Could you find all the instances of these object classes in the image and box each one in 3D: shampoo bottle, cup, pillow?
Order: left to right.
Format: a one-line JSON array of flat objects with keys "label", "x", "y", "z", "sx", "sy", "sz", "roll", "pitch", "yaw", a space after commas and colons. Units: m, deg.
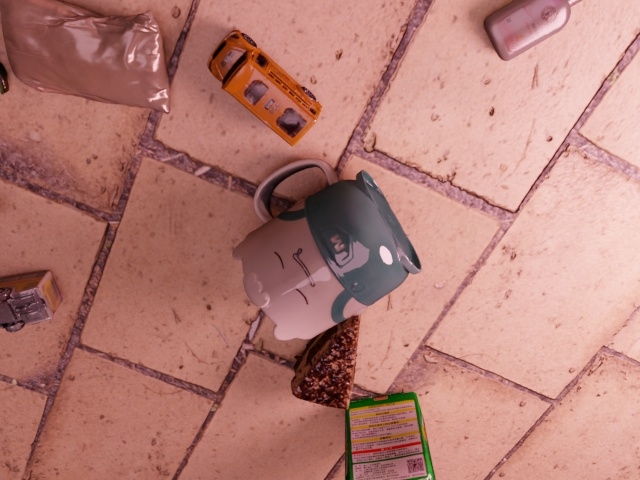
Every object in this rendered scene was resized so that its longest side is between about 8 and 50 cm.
[{"label": "pillow", "x": -0.374, "y": -0.306, "z": 1.002, "sx": 0.270, "sy": 0.067, "sz": 0.173, "roll": 9, "pitch": 124, "yaw": -2}, {"label": "cup", "x": 0.000, "y": 0.000, "z": 1.084, "sx": 0.258, "sy": 0.219, "sz": 0.289, "roll": -31, "pitch": 81, "yaw": 17}, {"label": "shampoo bottle", "x": 0.341, "y": -0.351, "z": 0.962, "sx": 0.165, "sy": 0.040, "sz": 0.080, "roll": -28, "pitch": 112, "yaw": 17}]

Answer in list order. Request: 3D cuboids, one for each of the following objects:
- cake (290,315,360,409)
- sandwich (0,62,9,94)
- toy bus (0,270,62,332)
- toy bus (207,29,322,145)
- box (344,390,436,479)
[{"label": "cake", "x": 0.056, "y": 0.221, "z": 1.246, "sx": 0.135, "sy": 0.112, "sz": 0.246, "roll": 29, "pitch": 112, "yaw": -16}, {"label": "sandwich", "x": -0.576, "y": -0.288, "z": 1.044, "sx": 0.101, "sy": 0.026, "sz": 0.069, "roll": 10, "pitch": 123, "yaw": 1}, {"label": "toy bus", "x": -0.654, "y": 0.126, "z": 1.224, "sx": 0.268, "sy": 0.106, "sz": 0.092, "roll": -10, "pitch": 117, "yaw": 5}, {"label": "toy bus", "x": -0.093, "y": -0.245, "z": 1.009, "sx": 0.194, "sy": 0.088, "sz": 0.083, "roll": 38, "pitch": 114, "yaw": -17}, {"label": "box", "x": 0.136, "y": 0.435, "z": 1.276, "sx": 0.180, "sy": 0.250, "sz": 0.103, "roll": -11, "pitch": 123, "yaw": 7}]
